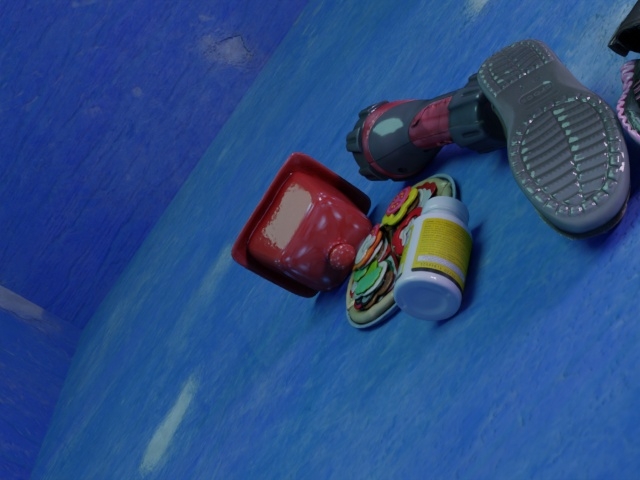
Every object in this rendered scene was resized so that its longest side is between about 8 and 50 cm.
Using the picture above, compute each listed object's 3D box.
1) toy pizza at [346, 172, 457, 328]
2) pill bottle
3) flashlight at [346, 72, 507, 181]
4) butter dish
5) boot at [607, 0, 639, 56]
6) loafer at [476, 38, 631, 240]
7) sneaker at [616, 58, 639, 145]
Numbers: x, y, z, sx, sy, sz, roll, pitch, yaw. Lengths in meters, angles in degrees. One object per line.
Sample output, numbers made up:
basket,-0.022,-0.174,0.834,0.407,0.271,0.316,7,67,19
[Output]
toy pizza,0.081,0.006,1.131,0.201,0.032,0.201,-51,17,23
pill bottle,0.111,0.014,0.966,0.065,0.065,0.116,-41,23,46
flashlight,0.128,-0.123,1.118,0.304,0.103,0.103,180,95,-71
butter dish,0.000,0.000,1.238,0.160,0.160,0.118,-57,39,3
boot,0.332,-0.238,0.721,0.229,0.091,0.263,-60,12,-12
loafer,0.206,-0.082,0.858,0.094,0.087,0.251,-26,37,15
sneaker,0.266,-0.114,0.787,0.057,0.047,0.119,-30,31,37
